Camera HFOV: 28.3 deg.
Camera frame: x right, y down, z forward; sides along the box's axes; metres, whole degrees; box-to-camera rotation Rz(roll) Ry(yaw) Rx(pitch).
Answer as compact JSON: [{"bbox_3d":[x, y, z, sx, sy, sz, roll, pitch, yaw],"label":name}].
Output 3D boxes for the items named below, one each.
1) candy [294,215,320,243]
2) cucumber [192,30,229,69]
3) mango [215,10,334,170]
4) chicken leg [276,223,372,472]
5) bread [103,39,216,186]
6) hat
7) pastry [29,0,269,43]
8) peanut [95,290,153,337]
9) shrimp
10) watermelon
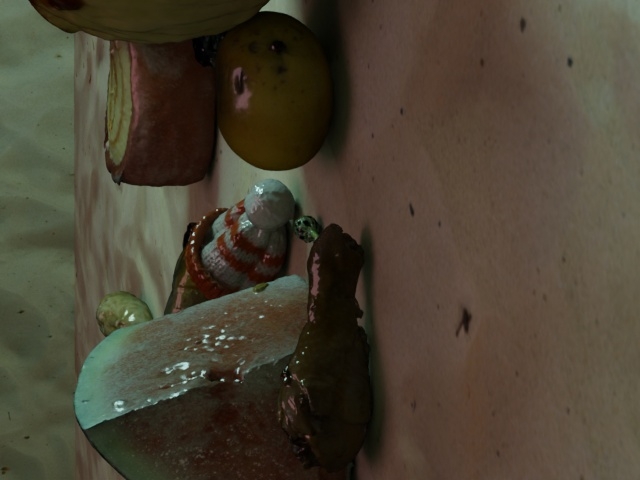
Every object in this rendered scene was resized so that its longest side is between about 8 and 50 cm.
[{"bbox_3d":[0.000,0.000,1.112,0.083,0.023,0.025,39,123,56],"label":"candy"},{"bbox_3d":[-0.128,-0.292,1.421,0.078,0.062,0.211,-112,25,-48],"label":"cucumber"},{"bbox_3d":[-0.047,-0.130,1.109,0.195,0.098,0.137,-159,64,-78],"label":"mango"},{"bbox_3d":[0.007,0.085,1.003,0.069,0.085,0.198,6,91,61],"label":"chicken leg"},{"bbox_3d":[-0.205,-0.184,1.599,0.190,0.123,0.244,-116,28,-50],"label":"bread"},{"bbox_3d":[-0.066,-0.006,1.254,0.162,0.093,0.112,-43,60,46],"label":"hat"},{"bbox_3d":[-0.157,-0.348,1.015,0.388,0.312,0.388,-171,90,-73],"label":"pastry"},{"bbox_3d":[-0.338,0.132,2.189,0.214,0.099,0.099,-148,56,-77],"label":"peanut"},{"bbox_3d":[-0.175,0.104,1.656,0.117,0.066,0.262,-96,22,-73],"label":"shrimp"},{"bbox_3d":[-0.071,0.132,1.098,0.201,0.261,0.213,-59,22,12],"label":"watermelon"}]
